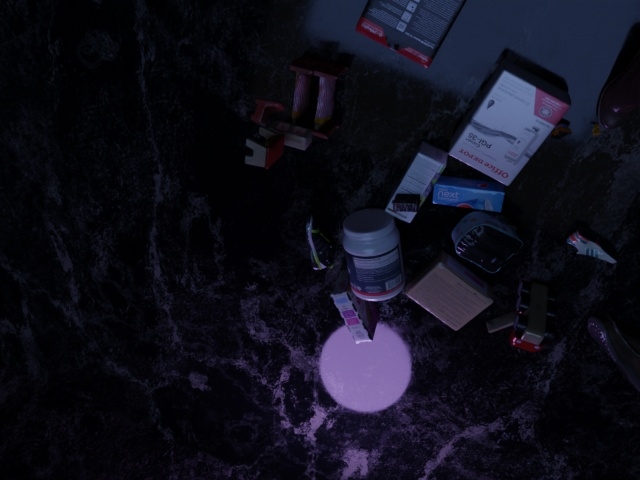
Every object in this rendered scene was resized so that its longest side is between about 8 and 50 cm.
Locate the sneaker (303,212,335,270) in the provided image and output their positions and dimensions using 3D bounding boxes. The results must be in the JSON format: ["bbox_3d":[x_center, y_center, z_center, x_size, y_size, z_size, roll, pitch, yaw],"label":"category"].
[{"bbox_3d":[0.000,0.000,2.028,0.097,0.084,0.234,-12,122,-2],"label":"sneaker"}]

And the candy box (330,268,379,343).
[{"bbox_3d":[0.130,0.235,2.073,0.071,0.159,0.233,-17,116,26],"label":"candy box"}]

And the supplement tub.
[{"bbox_3d":[0.178,0.049,1.911,0.191,0.191,0.272,0,122,19],"label":"supplement tub"}]

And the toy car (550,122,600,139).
[{"bbox_3d":[0.712,-0.309,1.595,0.122,0.060,0.040,0,79,0],"label":"toy car"}]

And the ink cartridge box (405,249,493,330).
[{"bbox_3d":[0.446,0.175,1.967,0.235,0.088,0.193,37,125,-6],"label":"ink cartridge box"}]

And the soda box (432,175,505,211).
[{"bbox_3d":[0.458,-0.146,1.761,0.210,0.067,0.071,9,125,14],"label":"soda box"}]

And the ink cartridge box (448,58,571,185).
[{"bbox_3d":[0.520,-0.323,1.589,0.207,0.117,0.283,28,127,-1],"label":"ink cartridge box"}]

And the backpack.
[{"bbox_3d":[0.510,-0.010,1.779,0.189,0.144,0.165,18,132,-22],"label":"backpack"}]

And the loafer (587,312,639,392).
[{"bbox_3d":[1.015,0.352,1.882,0.130,0.133,0.366,-40,115,11],"label":"loafer"}]

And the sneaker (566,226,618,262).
[{"bbox_3d":[0.838,0.023,1.759,0.161,0.057,0.075,33,144,-6],"label":"sneaker"}]

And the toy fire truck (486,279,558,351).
[{"bbox_3d":[0.662,0.276,1.896,0.159,0.217,0.246,17,141,7],"label":"toy fire truck"}]

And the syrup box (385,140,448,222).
[{"bbox_3d":[0.298,-0.180,1.777,0.096,0.093,0.236,26,127,0],"label":"syrup box"}]

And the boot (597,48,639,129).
[{"bbox_3d":[0.778,-0.360,1.418,0.090,0.206,0.248,19,127,6],"label":"boot"}]

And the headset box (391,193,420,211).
[{"bbox_3d":[0.259,-0.115,1.735,0.083,0.062,0.032,4,123,17],"label":"headset box"}]

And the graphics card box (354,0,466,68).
[{"bbox_3d":[0.272,-0.666,1.461,0.233,0.094,0.370,28,128,0],"label":"graphics card box"}]

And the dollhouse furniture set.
[{"bbox_3d":[-0.060,-0.362,1.609,0.152,0.374,0.201,18,128,13],"label":"dollhouse furniture set"}]
